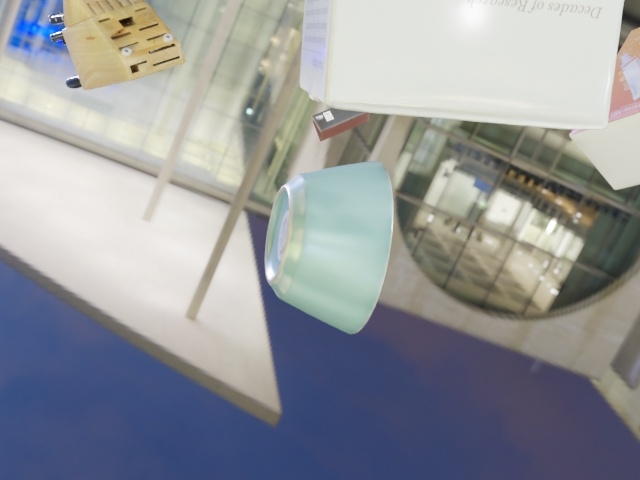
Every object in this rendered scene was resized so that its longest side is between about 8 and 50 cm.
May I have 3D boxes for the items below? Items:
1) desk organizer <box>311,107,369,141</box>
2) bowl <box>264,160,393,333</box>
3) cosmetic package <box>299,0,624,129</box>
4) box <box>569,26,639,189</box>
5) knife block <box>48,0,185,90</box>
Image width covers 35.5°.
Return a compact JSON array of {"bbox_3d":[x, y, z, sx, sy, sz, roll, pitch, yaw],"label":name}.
[{"bbox_3d":[0.047,-0.278,2.283,0.047,0.130,0.050,61,166,20],"label":"desk organizer"},{"bbox_3d":[0.000,0.000,1.761,0.163,0.311,0.311,9,-161,-14],"label":"bowl"},{"bbox_3d":[0.157,-0.353,1.194,0.327,0.393,0.329,3,-168,-7],"label":"cosmetic package"},{"bbox_3d":[0.697,-0.296,2.029,0.168,0.345,0.215,45,151,-18],"label":"box"},{"bbox_3d":[-0.306,-0.262,1.463,0.088,0.242,0.275,-25,-119,-26],"label":"knife block"}]
